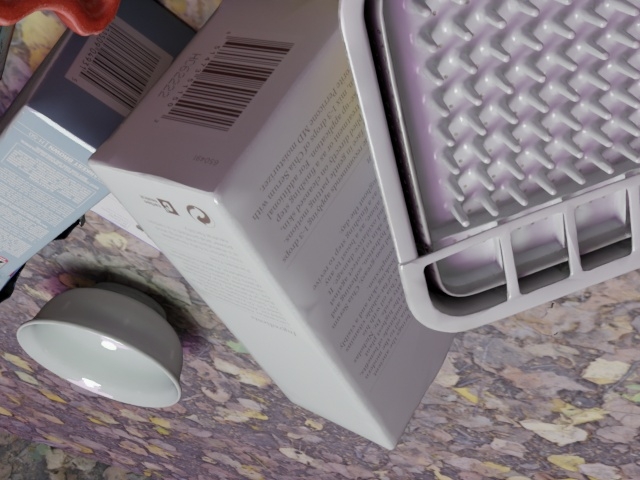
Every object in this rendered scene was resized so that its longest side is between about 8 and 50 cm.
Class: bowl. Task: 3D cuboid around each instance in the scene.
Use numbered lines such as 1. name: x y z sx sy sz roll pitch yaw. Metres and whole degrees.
1. bowl: -0.356 0.165 1.362 0.297 0.134 0.298 14 147 9

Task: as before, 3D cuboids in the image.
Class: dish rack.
1. dish rack: 0.167 -0.104 0.586 0.285 0.072 0.333 -20 126 -2

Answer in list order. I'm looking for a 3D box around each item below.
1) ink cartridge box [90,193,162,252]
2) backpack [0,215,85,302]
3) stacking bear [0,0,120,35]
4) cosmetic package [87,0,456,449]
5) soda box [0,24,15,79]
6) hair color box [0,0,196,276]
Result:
1. ink cartridge box: -0.184 -0.044 1.032 0.206 0.045 0.208 34 144 -21
2. backpack: -0.502 0.000 1.065 0.276 0.263 0.213 -9 139 39
3. stacking bear: -0.314 -0.291 0.626 0.289 0.175 0.164 23 106 14
4. cosmetic package: 0.000 0.000 0.805 0.161 0.230 0.453 16 151 36
5. soda box: -0.378 -0.215 0.859 0.058 0.063 0.183 28 147 -16
6. hair color box: -0.294 -0.107 0.863 0.113 0.185 0.374 35 145 -25
